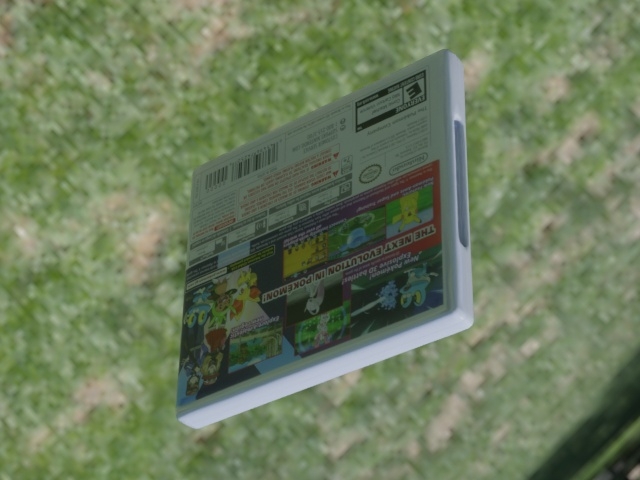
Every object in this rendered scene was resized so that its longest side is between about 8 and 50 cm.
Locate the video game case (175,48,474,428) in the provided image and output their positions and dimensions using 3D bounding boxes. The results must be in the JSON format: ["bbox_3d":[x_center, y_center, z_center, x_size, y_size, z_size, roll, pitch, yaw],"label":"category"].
[{"bbox_3d":[0.000,0.000,0.990,0.201,0.183,0.023,-23,139,31],"label":"video game case"}]
